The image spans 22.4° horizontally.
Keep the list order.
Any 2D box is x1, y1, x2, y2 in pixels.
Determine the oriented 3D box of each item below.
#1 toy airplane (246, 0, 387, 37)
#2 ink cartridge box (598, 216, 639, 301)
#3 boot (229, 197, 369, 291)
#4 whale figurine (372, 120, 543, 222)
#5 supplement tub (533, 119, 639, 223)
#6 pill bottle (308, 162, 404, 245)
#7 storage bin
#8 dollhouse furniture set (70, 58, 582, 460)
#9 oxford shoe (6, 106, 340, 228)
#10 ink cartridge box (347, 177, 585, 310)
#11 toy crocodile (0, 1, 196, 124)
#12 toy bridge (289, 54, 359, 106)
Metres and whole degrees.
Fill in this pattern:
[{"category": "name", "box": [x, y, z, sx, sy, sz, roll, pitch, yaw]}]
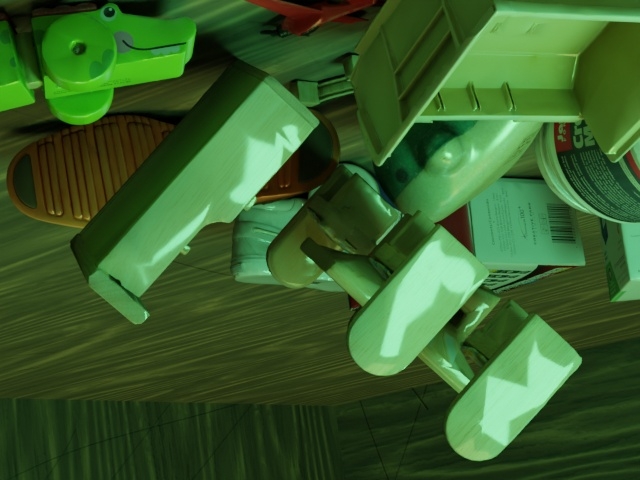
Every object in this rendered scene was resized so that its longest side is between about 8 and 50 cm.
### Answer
[{"category": "toy airplane", "box": [0.009, -0.211, 1.482, 0.151, 0.028, 0.151, -9, 169, -2]}, {"category": "ink cartridge box", "box": [0.412, -0.040, 2.077, 0.093, 0.212, 0.154, -4, 168, -1]}, {"category": "boot", "box": [0.000, 0.000, 2.186, 0.258, 0.123, 0.095, 7, 166, -30]}, {"category": "whale figurine", "box": [0.158, -0.140, 1.712, 0.216, 0.141, 0.272, -32, 167, -49]}, {"category": "supplement tub", "box": [0.352, -0.116, 1.679, 0.191, 0.191, 0.272, -4, 179, -17]}, {"category": "pill bottle", "box": [0.055, -0.041, 2.114, 0.094, 0.094, 0.169, -12, 167, 18]}, {"category": "storage bin", "box": [0.193, -0.172, 1.438, 0.262, 0.123, 0.260, -3, 152, -26]}, {"category": "dollhouse furniture set", "box": [-0.011, 0.052, 1.603, 0.256, 0.394, 0.362, -48, -162, -1]}, {"category": "oxford shoe", "box": [-0.166, -0.068, 1.795, 0.364, 0.130, 0.133, -5, 173, -14]}, {"category": "ink cartridge box", "box": [0.172, 0.010, 2.335, 0.272, 0.130, 0.309, 2, 164, -33]}, {"category": "toy crocodile", "box": [-0.278, -0.155, 1.423, 0.341, 0.105, 0.115, -11, 167, -6]}, {"category": "toy bridge", "box": [0.051, -0.177, 1.666, 0.063, 0.026, 0.188, 1, 165, -43]}]
